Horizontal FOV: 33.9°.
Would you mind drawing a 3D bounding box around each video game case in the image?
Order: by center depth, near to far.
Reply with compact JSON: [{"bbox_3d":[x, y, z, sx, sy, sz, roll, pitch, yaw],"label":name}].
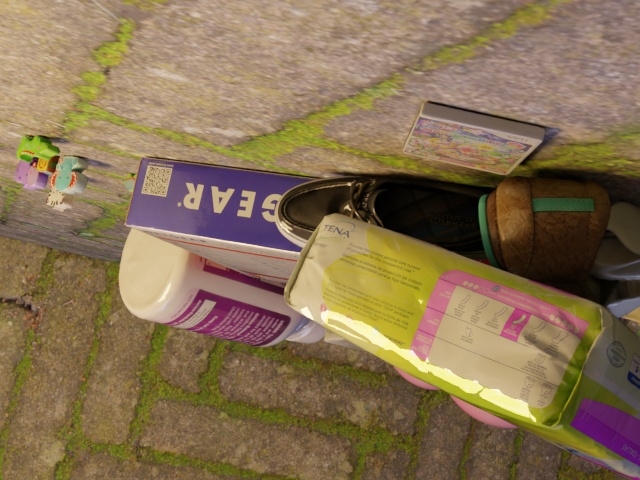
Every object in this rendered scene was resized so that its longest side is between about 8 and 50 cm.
[{"bbox_3d":[0.110,-0.073,0.777,0.087,0.011,0.122,13,172,0],"label":"video game case"}]

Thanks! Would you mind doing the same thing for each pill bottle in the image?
[{"bbox_3d":[-0.120,0.059,1.499,0.302,0.169,0.169,19,169,-38],"label":"pill bottle"}]

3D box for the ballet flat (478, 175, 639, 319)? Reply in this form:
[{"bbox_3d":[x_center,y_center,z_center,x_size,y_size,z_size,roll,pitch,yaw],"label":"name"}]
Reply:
[{"bbox_3d":[0.243,0.016,0.937,0.124,0.116,0.342,-10,160,21],"label":"ballet flat"}]

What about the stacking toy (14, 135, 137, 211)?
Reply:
[{"bbox_3d":[-0.330,-0.079,1.282,0.221,0.052,0.167,4,169,42],"label":"stacking toy"}]

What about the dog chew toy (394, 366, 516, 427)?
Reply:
[{"bbox_3d":[0.178,0.116,1.386,0.332,0.206,0.207,18,176,29],"label":"dog chew toy"}]

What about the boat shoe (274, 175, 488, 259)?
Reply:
[{"bbox_3d":[0.062,-0.024,0.970,0.229,0.080,0.076,9,165,16],"label":"boat shoe"}]

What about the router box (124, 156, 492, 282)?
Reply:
[{"bbox_3d":[0.000,0.000,1.210,0.336,0.082,0.301,9,171,24],"label":"router box"}]

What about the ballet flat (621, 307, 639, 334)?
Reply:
[{"bbox_3d":[0.385,0.101,1.328,0.086,0.086,0.248,15,172,-17],"label":"ballet flat"}]

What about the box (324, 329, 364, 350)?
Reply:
[{"bbox_3d":[0.088,0.085,1.106,0.137,0.072,0.126,14,171,-12],"label":"box"}]

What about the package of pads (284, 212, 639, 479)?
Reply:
[{"bbox_3d":[0.137,0.088,0.865,0.297,0.101,0.229,21,172,44],"label":"package of pads"}]
